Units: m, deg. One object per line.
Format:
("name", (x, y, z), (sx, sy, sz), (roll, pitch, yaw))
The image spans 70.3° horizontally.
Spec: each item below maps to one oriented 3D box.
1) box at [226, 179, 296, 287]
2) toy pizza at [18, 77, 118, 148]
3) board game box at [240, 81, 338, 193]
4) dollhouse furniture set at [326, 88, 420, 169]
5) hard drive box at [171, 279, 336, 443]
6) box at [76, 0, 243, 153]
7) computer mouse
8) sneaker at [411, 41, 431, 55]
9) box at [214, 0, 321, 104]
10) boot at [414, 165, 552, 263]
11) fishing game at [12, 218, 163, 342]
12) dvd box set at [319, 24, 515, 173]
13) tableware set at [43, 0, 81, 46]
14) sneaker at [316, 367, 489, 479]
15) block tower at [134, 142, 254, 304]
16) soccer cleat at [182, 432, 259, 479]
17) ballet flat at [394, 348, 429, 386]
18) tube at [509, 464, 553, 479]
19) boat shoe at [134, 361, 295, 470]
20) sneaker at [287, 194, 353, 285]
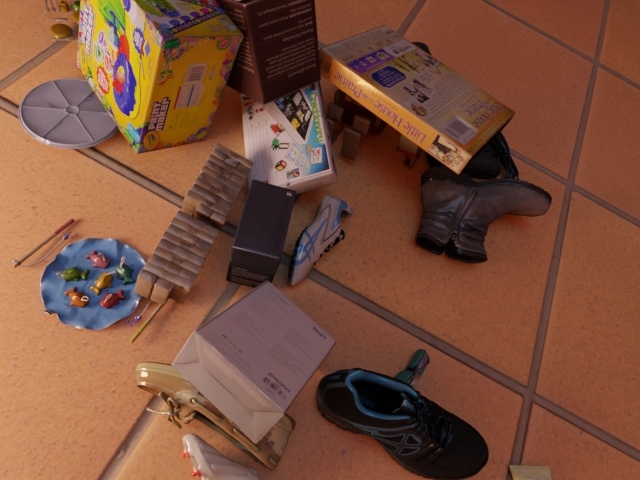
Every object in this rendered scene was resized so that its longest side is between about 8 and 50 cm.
("box", (-0.118, -0.007, 0.895), (0.093, 0.158, 0.155), (15, 59, -9))
("toy pizza", (-0.534, -0.271, 0.983), (0.202, 0.032, 0.201), (8, 59, -13))
("board game box", (-0.079, -0.244, 1.042), (0.193, 0.053, 0.304), (-14, 64, 12))
("dollhouse furniture set", (0.145, -0.297, 1.170), (0.259, 0.135, 0.262), (28, 58, 12))
("hard drive box", (-0.099, 0.189, 0.772), (0.181, 0.089, 0.232), (41, 26, 8))
("box", (-0.344, -0.389, 0.936), (0.177, 0.290, 0.279), (-25, 71, -41))
("computer mouse", (0.418, -0.237, 1.229), (0.273, 0.072, 0.188), (-3, 65, -18))
("sneaker", (0.316, -0.508, 1.336), (0.222, 0.083, 0.118), (44, 59, 10))
("box", (-0.119, -0.433, 0.968), (0.167, 0.203, 0.169), (-33, 50, -25))
("boot", (0.396, -0.041, 1.109), (0.339, 0.118, 0.222), (8, 63, 0))
("fishing game", (-0.415, 0.071, 0.835), (0.264, 0.041, 0.189), (35, 56, 4))
("dvd box set", (0.234, -0.358, 1.092), (0.421, 0.062, 0.308), (39, 49, 11))
("tableware set", (-0.607, -0.529, 1.107), (0.104, 0.024, 0.154), (-14, 66, -26))
("sneaker", (0.160, 0.331, 0.811), (0.341, 0.139, 0.124), (24, 57, -5))
("block tower", (-0.241, -0.034, 0.899), (0.091, 0.097, 0.335), (28, 58, -12))
("soccer cleat", (-0.148, 0.384, 0.737), (0.076, 0.068, 0.196), (-37, 85, -34))
("ballet flat", (0.184, 0.269, 0.912), (0.041, 0.041, 0.114), (45, 61, 9))
("tube", (0.416, 0.538, 0.825), (0.070, 0.062, 0.240), (44, 33, -42))
("boat shoe", (-0.182, 0.285, 0.753), (0.286, 0.104, 0.089), (25, 61, -5))
("sneaker", (0.000, 0.000, 0.970), (0.086, 0.085, 0.237), (27, 60, 4))
